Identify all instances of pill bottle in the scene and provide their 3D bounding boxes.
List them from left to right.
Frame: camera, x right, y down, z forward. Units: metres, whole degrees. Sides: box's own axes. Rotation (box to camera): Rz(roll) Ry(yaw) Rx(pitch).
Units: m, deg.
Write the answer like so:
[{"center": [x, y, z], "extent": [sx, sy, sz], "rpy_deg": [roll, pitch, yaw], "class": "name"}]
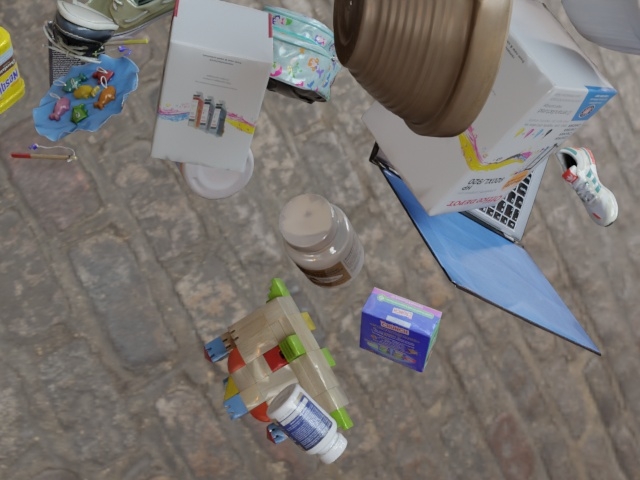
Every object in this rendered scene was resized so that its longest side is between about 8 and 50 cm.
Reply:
[{"center": [-0.252, -0.211, 1.892], "extent": [0.152, 0.272, 0.152], "rpy_deg": [-11, 123, -17], "class": "pill bottle"}, {"center": [-0.018, 0.277, 1.314], "extent": [0.120, 0.067, 0.067], "rpy_deg": [46, 54, -10], "class": "pill bottle"}, {"center": [0.000, 0.000, 1.644], "extent": [0.229, 0.131, 0.131], "rpy_deg": [55, 39, -67], "class": "pill bottle"}]

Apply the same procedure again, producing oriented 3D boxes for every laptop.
[{"center": [0.291, -0.090, 1.316], "extent": [0.382, 0.236, 0.408], "rpy_deg": [25, 82, -40], "class": "laptop"}]

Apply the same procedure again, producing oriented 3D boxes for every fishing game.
[{"center": [-0.370, -0.229, 1.366], "extent": [0.264, 0.189, 0.041], "rpy_deg": [-65, 146, -29], "class": "fishing game"}]

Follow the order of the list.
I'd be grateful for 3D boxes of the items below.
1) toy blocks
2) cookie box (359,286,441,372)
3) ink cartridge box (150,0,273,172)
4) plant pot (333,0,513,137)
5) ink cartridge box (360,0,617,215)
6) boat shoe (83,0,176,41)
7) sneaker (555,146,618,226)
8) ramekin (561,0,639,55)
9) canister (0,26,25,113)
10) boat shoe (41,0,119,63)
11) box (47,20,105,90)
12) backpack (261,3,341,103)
[{"center": [-0.121, 0.318, 2.041], "extent": [0.381, 0.261, 0.190], "rpy_deg": [60, 15, 10], "class": "toy blocks"}, {"center": [0.099, 0.113, 1.101], "extent": [0.091, 0.107, 0.040], "rpy_deg": [21, 61, 12], "class": "cookie box"}, {"center": [-0.141, -0.199, 1.127], "extent": [0.127, 0.176, 0.128], "rpy_deg": [10, 41, -14], "class": "ink cartridge box"}, {"center": [0.077, -0.215, 0.794], "extent": [0.109, 0.237, 0.237], "rpy_deg": [3, 77, -14], "class": "plant pot"}, {"center": [0.209, -0.170, 1.114], "extent": [0.171, 0.233, 0.168], "rpy_deg": [-8, 59, -48], "class": "ink cartridge box"}, {"center": [-0.336, -0.447, 1.608], "extent": [0.094, 0.302, 0.109], "rpy_deg": [16, 62, -67], "class": "boat shoe"}, {"center": [0.453, -0.094, 1.520], "extent": [0.075, 0.057, 0.161], "rpy_deg": [3, 59, -34], "class": "sneaker"}, {"center": [0.409, -0.352, 1.053], "extent": [0.277, 0.135, 0.277], "rpy_deg": [-11, 110, -34], "class": "ramekin"}, {"center": [-0.683, -0.347, 1.813], "extent": [0.073, 0.170, 0.126], "rpy_deg": [35, 61, 13], "class": "canister"}, {"center": [-0.361, -0.310, 1.304], "extent": [0.095, 0.254, 0.079], "rpy_deg": [24, 99, -23], "class": "boat shoe"}, {"center": [-0.512, -0.378, 1.844], "extent": [0.116, 0.029, 0.162], "rpy_deg": [-4, 108, -24], "class": "box"}, {"center": [-0.075, -0.407, 1.932], "extent": [0.191, 0.225, 0.253], "rpy_deg": [-71, 166, 13], "class": "backpack"}]
